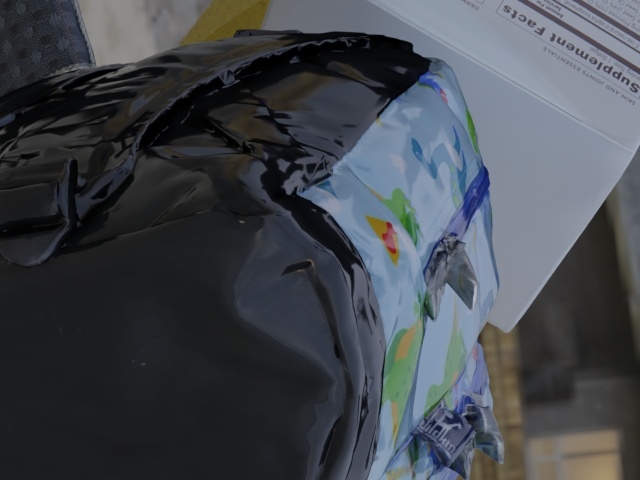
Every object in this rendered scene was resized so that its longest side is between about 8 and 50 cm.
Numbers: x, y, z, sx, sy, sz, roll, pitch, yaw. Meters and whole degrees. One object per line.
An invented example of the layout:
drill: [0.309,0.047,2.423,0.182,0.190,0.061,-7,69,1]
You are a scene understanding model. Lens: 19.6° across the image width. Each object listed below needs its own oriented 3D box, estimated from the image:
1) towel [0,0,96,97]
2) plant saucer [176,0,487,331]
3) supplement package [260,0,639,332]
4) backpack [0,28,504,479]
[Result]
towel: [-0.275,-0.091,1.172,0.056,0.324,0.312,10,55,-58]
plant saucer: [0.000,0.000,1.364,0.333,0.333,0.081,-55,-161,-18]
supplement package: [0.104,-0.135,1.032,0.263,0.198,0.199,-57,176,-32]
backpack: [-0.058,0.028,0.759,0.355,0.290,0.273,-68,138,-59]
